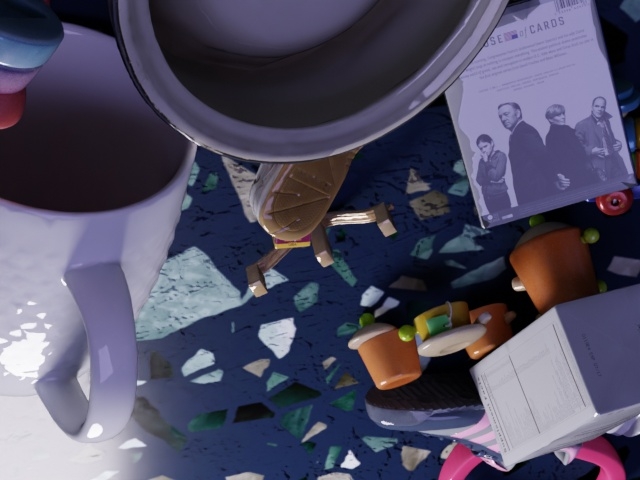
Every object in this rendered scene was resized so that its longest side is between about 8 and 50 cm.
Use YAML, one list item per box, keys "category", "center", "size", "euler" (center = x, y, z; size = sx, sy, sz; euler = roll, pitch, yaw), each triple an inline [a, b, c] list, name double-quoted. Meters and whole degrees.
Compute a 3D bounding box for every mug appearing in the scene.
- category: "mug"
  center: [-0.268, 0.026, 1.440]
  size: [0.276, 0.374, 0.328]
  euler: [-10, 141, -30]

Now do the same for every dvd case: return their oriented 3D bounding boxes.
- category: "dvd case"
  center: [0.230, -0.145, 1.585]
  size: [0.179, 0.029, 0.239]
  euler: [-15, 111, 6]

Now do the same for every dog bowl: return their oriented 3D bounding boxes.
- category: "dog bowl"
  center: [-0.019, -0.279, 1.333]
  size: [0.408, 0.150, 0.408]
  euler: [-17, 131, -20]

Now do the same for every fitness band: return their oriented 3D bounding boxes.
- category: "fitness band"
  center: [0.300, 0.342, 2.096]
  size: [0.290, 0.054, 0.209]
  euler: [17, 122, -29]

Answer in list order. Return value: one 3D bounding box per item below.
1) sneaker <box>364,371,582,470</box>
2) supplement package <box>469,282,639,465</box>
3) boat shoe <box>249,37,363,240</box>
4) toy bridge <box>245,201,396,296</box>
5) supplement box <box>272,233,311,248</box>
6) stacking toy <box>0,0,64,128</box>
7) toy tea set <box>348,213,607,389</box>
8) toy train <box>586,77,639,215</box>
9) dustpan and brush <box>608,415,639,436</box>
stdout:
- category: "sneaker"
  center: [0.209, 0.247, 1.922]
  size: [0.319, 0.112, 0.131]
  euler: [1, 110, -14]
- category: "supplement package"
  center: [0.304, 0.164, 1.763]
  size: [0.133, 0.139, 0.244]
  euler: [-12, 163, -24]
- category: "boat shoe"
  center: [0.007, -0.136, 1.557]
  size: [0.098, 0.096, 0.277]
  euler: [32, 96, -35]
- category: "toy bridge"
  center: [0.000, 0.000, 1.695]
  size: [0.188, 0.063, 0.026]
  euler: [-26, 133, 10]
- category: "supplement box"
  center: [-0.034, -0.039, 1.657]
  size: [0.043, 0.055, 0.083]
  euler: [-4, 131, -11]
- category: "stacking toy"
  center: [-0.342, -0.243, 1.250]
  size: [0.279, 0.309, 0.130]
  euler: [24, 114, -19]
- category: "toy tea set"
  center: [0.192, 0.069, 1.804]
  size: [0.336, 0.124, 0.200]
  euler: [-18, 163, -3]
- category: "toy train"
  center: [0.417, -0.118, 1.653]
  size: [0.248, 0.105, 0.143]
  euler: [-4, 123, 7]
- category: "dustpan and brush"
  center: [0.431, 0.206, 1.998]
  size: [0.147, 0.060, 0.211]
  euler: [19, 124, -29]
